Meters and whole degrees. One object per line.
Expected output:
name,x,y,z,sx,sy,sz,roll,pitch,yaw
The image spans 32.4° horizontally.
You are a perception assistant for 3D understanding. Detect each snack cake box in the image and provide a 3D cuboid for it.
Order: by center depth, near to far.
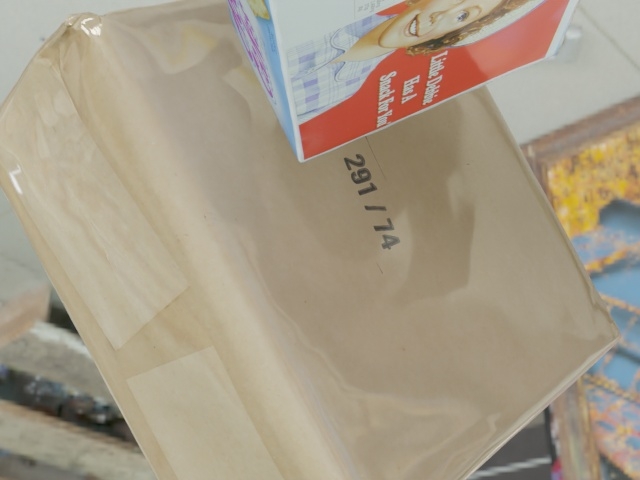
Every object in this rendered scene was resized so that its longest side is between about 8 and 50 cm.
snack cake box,0.035,-0.134,0.458,0.152,0.089,0.264,-25,168,-4

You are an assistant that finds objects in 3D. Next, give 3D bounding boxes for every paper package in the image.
paper package,0.000,0.000,0.719,0.309,0.325,0.168,-27,178,-45
